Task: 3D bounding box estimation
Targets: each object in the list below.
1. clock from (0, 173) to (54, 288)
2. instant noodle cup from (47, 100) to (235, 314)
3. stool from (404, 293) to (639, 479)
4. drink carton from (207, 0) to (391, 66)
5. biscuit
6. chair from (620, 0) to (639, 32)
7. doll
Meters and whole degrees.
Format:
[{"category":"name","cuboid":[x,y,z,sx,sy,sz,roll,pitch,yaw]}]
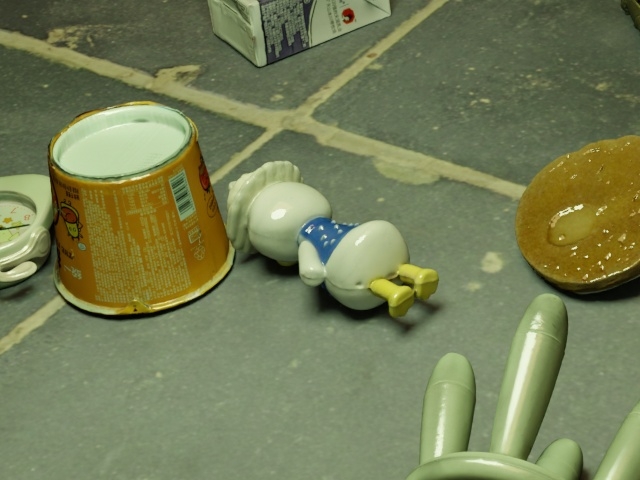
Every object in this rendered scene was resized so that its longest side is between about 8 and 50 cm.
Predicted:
[{"category":"clock","cuboid":[-0.385,-0.001,2.057,0.151,0.062,0.191,-6,36,3]},{"category":"instant noodle cup","cuboid":[-0.212,-0.044,1.983,0.215,0.172,0.216,-5,35,4]},{"category":"stool","cuboid":[0.182,0.191,1.537,0.195,0.195,0.199,37,47,-14]},{"category":"drink carton","cuboid":[-0.029,-0.338,2.416,0.222,0.102,0.134,-23,36,-21]},{"category":"biscuit","cuboid":[0.305,-0.022,1.924,0.181,0.049,0.208,-14,46,20]},{"category":"chair","cuboid":[0.542,-0.324,2.064,0.361,0.365,0.410,-3,40,8]},{"category":"doll","cuboid":[0.000,0.000,1.937,0.293,0.119,0.138,30,43,34]}]
